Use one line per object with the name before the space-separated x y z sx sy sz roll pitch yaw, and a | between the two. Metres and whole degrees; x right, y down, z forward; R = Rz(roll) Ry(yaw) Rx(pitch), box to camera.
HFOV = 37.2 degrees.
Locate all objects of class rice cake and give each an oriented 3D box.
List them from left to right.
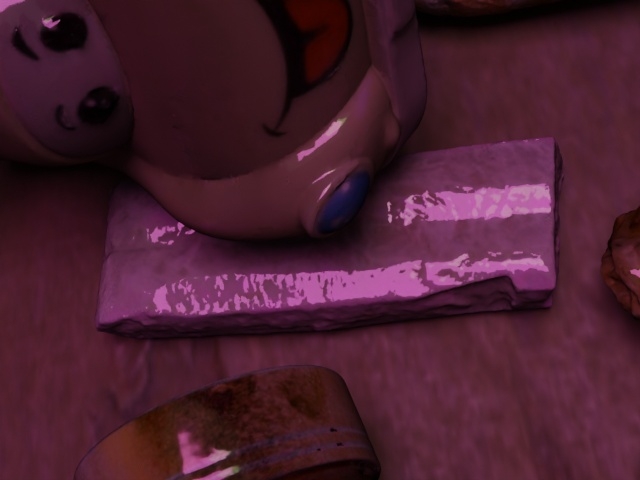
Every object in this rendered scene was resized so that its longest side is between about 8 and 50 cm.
rice cake | 0.001 0.002 0.586 0.298 0.050 0.106 -5 66 12

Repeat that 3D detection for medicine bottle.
medicine bottle | 0.004 0.232 0.434 0.151 0.151 0.322 -26 64 2

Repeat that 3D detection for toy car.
toy car | -0.136 -0.124 0.526 0.336 0.242 0.226 17 48 33

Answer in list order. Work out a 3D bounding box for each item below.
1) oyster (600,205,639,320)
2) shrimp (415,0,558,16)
oyster | 0.319 -0.029 0.506 0.345 0.078 0.128 -17 42 4
shrimp | 0.171 -0.234 0.631 0.317 0.077 0.168 -7 64 14
